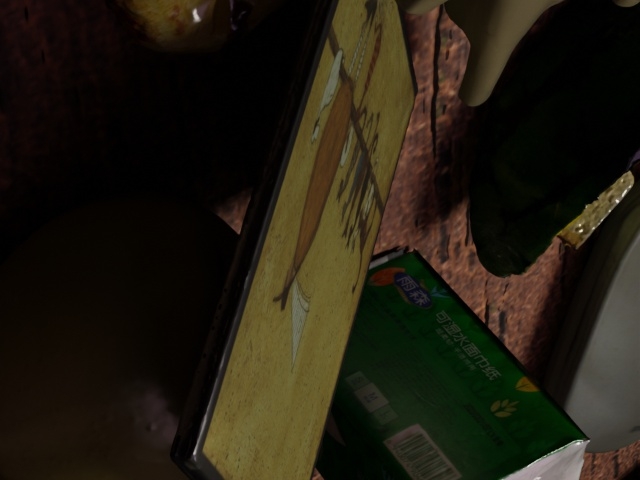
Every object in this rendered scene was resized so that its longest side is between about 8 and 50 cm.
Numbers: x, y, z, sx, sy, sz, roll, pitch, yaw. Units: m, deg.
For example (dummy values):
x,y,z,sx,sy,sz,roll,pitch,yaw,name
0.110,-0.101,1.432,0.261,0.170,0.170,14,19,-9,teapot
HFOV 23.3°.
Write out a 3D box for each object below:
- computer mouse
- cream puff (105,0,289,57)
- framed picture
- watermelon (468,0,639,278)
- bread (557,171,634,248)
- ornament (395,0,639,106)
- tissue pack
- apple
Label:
x,y,z,sx,sy,sz,roll,pitch,yaw,name
0.302,0.067,1.385,0.197,0.095,0.331,-24,141,-32,computer mouse
-0.064,-0.165,0.795,0.149,0.084,0.149,-29,147,-21,cream puff
0.000,0.000,0.882,0.255,0.014,0.339,69,35,-64,framed picture
0.216,-0.104,1.120,0.301,0.123,0.129,-46,161,-7,watermelon
0.196,-0.049,1.225,0.084,0.080,0.109,-47,180,5,bread
0.131,-0.172,0.929,0.230,0.061,0.245,-34,163,-15,ornament
0.066,0.141,1.130,0.148,0.209,0.156,-24,143,-25,tissue pack
-0.113,0.070,0.908,0.200,0.200,0.200,-26,141,-23,apple
